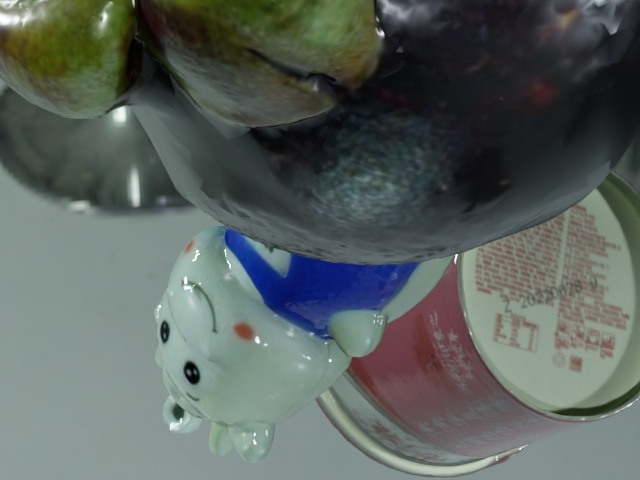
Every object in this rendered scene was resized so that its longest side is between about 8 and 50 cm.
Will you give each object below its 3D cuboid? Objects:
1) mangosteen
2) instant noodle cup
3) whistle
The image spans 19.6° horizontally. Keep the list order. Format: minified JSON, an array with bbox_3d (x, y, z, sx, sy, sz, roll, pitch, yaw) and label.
[{"bbox_3d":[0.001,-0.096,0.600,0.243,0.243,0.243,1,40,-1],"label":"mangosteen"},{"bbox_3d":[0.122,0.042,1.277,0.234,0.235,0.178,-28,5,-31],"label":"instant noodle cup"},{"bbox_3d":[0.000,0.000,0.823,0.092,0.244,0.110,13,35,-47],"label":"whistle"}]
